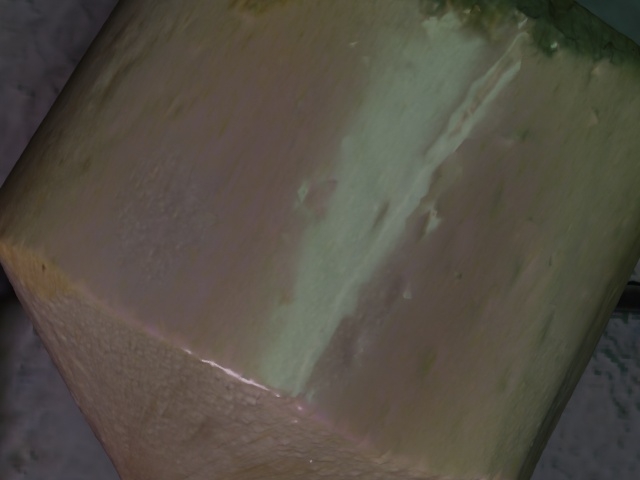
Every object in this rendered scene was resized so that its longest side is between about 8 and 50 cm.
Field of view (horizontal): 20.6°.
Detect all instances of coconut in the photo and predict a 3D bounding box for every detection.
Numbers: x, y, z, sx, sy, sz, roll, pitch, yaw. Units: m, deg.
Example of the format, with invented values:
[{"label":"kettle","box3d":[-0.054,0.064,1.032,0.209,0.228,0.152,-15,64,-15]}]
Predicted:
[{"label":"coconut","box3d":[0.000,0.000,0.685,0.239,0.239,0.244,31,92,-20]}]
